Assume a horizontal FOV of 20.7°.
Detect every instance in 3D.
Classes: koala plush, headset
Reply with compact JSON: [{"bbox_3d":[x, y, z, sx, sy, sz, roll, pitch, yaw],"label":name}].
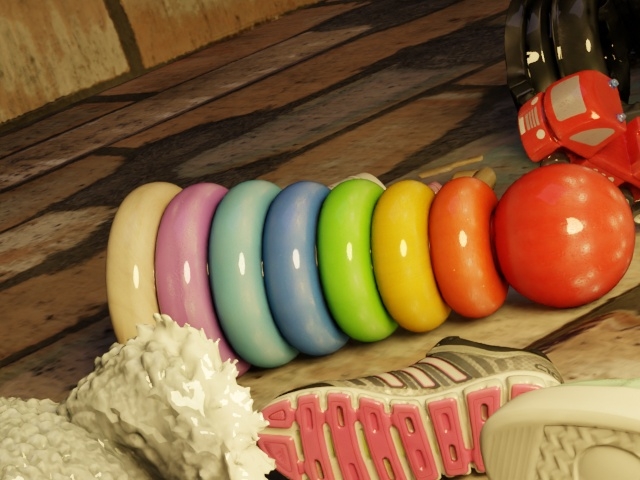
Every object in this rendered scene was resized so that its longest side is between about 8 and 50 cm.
[{"bbox_3d":[-0.069,0.143,0.532,0.196,0.221,0.203,-19,14,-4],"label":"koala plush"},{"bbox_3d":[0.280,-0.159,1.502,0.243,0.185,0.394,-21,29,6],"label":"headset"}]

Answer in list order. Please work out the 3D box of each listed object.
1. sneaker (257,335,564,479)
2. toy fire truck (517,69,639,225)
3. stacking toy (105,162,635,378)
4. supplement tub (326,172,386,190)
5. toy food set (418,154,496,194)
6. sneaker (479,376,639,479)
[{"bbox_3d":[0.052,0.089,0.915,0.170,0.063,0.075,-9,16,15],"label":"sneaker"},{"bbox_3d":[0.236,-0.067,1.125,0.135,0.192,0.047,-37,44,34],"label":"toy fire truck"},{"bbox_3d":[0.037,0.016,1.119,0.330,0.141,0.141,-6,18,19],"label":"stacking toy"},{"bbox_3d":[0.000,0.000,1.297,0.107,0.071,0.071,-24,15,-24],"label":"supplement tub"},{"bbox_3d":[0.103,-0.030,1.392,0.078,0.019,0.122,-15,22,14],"label":"toy food set"},{"bbox_3d":[0.202,0.074,0.704,0.256,0.094,0.151,1,28,30],"label":"sneaker"}]
